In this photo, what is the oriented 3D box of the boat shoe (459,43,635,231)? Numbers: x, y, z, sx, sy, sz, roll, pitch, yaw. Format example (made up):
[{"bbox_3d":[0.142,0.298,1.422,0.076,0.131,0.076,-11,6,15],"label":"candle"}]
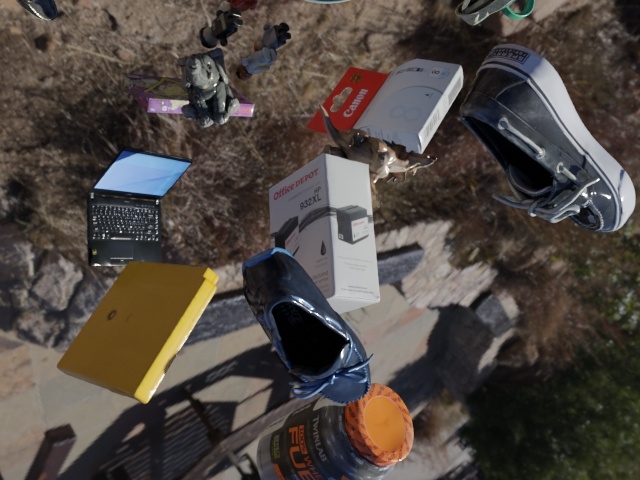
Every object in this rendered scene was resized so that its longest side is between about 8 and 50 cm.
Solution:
[{"bbox_3d":[0.256,-0.078,0.708,0.306,0.113,0.105,40,79,-41],"label":"boat shoe"}]

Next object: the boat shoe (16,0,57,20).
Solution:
[{"bbox_3d":[-0.681,-0.594,1.465,0.080,0.073,0.223,-41,151,-13],"label":"boat shoe"}]

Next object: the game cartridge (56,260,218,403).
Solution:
[{"bbox_3d":[-0.374,0.173,1.293,0.053,0.323,0.285,49,58,-36],"label":"game cartridge"}]

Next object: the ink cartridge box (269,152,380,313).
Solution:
[{"bbox_3d":[0.000,0.000,1.360,0.129,0.308,0.223,10,158,-35],"label":"ink cartridge box"}]

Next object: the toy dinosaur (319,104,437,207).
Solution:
[{"bbox_3d":[0.109,-0.208,1.468,0.127,0.295,0.200,-54,-177,31],"label":"toy dinosaur"}]

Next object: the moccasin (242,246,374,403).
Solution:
[{"bbox_3d":[-0.019,0.161,0.925,0.137,0.117,0.342,-33,129,7],"label":"moccasin"}]

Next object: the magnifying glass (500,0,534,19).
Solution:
[{"bbox_3d":[0.385,-0.567,1.402,0.231,0.026,0.092,15,82,-23],"label":"magnifying glass"}]

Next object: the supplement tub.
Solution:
[{"bbox_3d":[0.029,0.445,1.376,0.207,0.207,0.338,-11,158,-47],"label":"supplement tub"}]

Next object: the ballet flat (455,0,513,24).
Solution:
[{"bbox_3d":[0.299,-0.431,1.113,0.052,0.057,0.168,15,164,-21],"label":"ballet flat"}]

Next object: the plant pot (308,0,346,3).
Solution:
[{"bbox_3d":[0.001,-0.555,1.004,0.290,0.195,0.290,-7,128,-9],"label":"plant pot"}]

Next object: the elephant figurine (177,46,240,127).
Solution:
[{"bbox_3d":[-0.309,-0.441,1.686,0.169,0.186,0.239,-42,145,-26],"label":"elephant figurine"}]

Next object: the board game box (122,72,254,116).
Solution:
[{"bbox_3d":[-0.402,-0.444,1.932,0.346,0.208,0.056,-5,120,-37],"label":"board game box"}]

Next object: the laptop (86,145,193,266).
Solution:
[{"bbox_3d":[-0.429,-0.072,1.522,0.234,0.136,0.264,3,84,-59],"label":"laptop"}]

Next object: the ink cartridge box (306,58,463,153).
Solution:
[{"bbox_3d":[0.182,-0.421,1.855,0.308,0.385,0.091,-57,151,-28],"label":"ink cartridge box"}]

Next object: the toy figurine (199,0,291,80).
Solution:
[{"bbox_3d":[-0.208,-0.567,1.741,0.148,0.213,0.209,-19,129,39],"label":"toy figurine"}]
